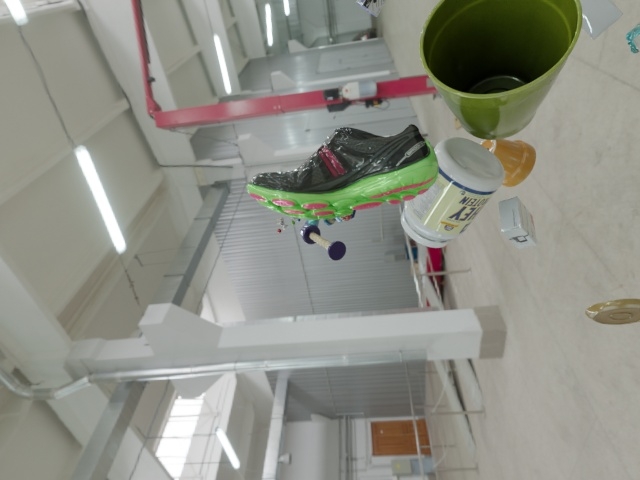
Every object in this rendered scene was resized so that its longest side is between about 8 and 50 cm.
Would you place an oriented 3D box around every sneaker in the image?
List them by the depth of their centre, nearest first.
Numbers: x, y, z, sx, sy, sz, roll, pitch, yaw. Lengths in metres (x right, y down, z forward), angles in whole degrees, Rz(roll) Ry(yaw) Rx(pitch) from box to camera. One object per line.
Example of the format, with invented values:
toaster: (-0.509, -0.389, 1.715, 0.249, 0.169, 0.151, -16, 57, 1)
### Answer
sneaker: (0.048, -0.177, 1.059, 0.185, 0.482, 0.202, 56, -154, -71)
sneaker: (1.133, -0.687, 1.417, 0.107, 0.110, 0.275, 40, -136, -12)

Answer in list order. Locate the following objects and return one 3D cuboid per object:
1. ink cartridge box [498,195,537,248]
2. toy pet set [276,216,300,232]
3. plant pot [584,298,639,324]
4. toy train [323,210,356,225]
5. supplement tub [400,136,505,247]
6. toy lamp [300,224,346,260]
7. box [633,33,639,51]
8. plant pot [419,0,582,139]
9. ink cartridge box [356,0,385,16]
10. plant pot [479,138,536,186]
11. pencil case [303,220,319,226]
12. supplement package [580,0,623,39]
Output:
ink cartridge box: (0.622, -0.054, 1.298, 0.150, 0.063, 0.109, 30, -125, -40)
toy pet set: (-0.092, -0.090, 1.430, 0.122, 0.065, 0.114, -36, -49, -44)
plant pot: (1.183, 0.288, 1.622, 0.236, 0.236, 0.032, 74, -159, -58)
toy train: (0.011, -0.159, 1.613, 0.248, 0.143, 0.105, 39, -133, -23)
supplement tub: (0.427, -0.153, 1.382, 0.325, 0.235, 0.236, 113, 164, -46)
toy lamp: (0.000, 0.000, 1.528, 0.274, 0.080, 0.080, 34, 137, 57)
box: (0.793, -0.364, 0.868, 0.232, 0.126, 0.149, 50, -138, -8)
plant pot: (0.491, -0.466, 1.157, 0.353, 0.366, 0.367, 35, -131, -62)
ink cartridge box: (0.225, -0.963, 1.533, 0.097, 0.046, 0.207, 5, -58, -48)
plant pot: (0.794, -0.361, 1.809, 0.205, 0.187, 0.205, -162, 90, -72)
pencil case: (-0.035, -0.116, 1.835, 0.064, 0.070, 0.152, -96, 14, -58)
supplement package: (0.914, -0.795, 1.400, 0.105, 0.179, 0.105, -44, 6, 42)
